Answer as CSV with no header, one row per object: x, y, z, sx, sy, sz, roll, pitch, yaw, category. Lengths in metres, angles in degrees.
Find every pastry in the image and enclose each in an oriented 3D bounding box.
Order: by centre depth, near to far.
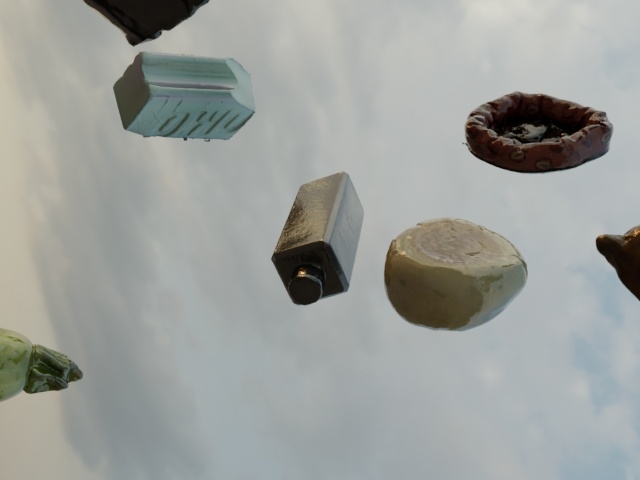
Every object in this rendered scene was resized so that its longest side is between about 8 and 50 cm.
0.144,0.038,0.854,0.156,0.156,0.092,35,-41,49,pastry

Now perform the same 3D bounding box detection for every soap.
-0.208,-0.229,1.267,0.145,0.230,0.091,-31,-110,48,soap

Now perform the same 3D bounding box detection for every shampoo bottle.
0.000,0.000,1.008,0.246,0.079,0.080,-73,142,-59,shampoo bottle

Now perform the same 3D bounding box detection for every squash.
-0.432,0.144,0.917,0.137,0.287,0.137,14,-73,54,squash

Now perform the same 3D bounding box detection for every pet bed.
0.296,-0.149,1.081,0.201,0.201,0.054,37,-38,47,pet bed

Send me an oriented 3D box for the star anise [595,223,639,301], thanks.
0.264,0.059,0.463,0.212,0.111,0.196,51,0,38,star anise

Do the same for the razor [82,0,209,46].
-0.188,-0.293,0.525,0.189,0.107,0.327,-15,-54,41,razor
